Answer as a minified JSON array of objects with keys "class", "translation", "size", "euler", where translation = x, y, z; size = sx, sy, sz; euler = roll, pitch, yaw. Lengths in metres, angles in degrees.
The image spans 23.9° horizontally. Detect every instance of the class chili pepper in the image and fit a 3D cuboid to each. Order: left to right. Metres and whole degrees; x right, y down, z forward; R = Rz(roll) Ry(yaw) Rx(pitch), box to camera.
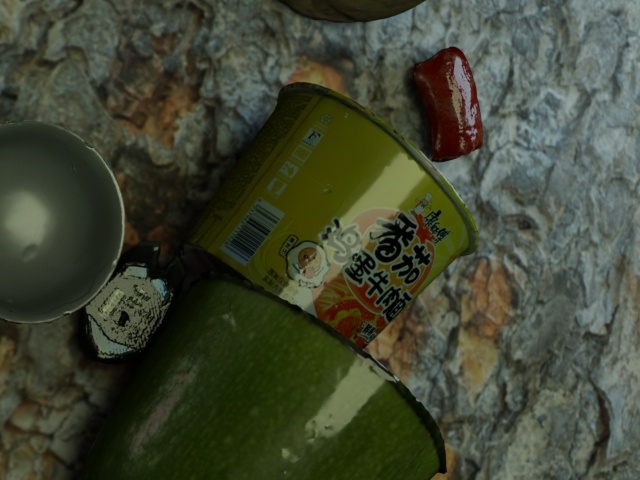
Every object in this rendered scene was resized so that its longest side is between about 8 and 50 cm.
[{"class":"chili pepper","translation":[0.144,-0.155,1.704],"size":[0.073,0.070,0.123],"euler":[-17,101,-15]}]

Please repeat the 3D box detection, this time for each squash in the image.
[{"class":"squash","translation":[-0.086,0.237,1.414],"size":[0.310,0.310,0.309],"euler":[46,68,-23]}]

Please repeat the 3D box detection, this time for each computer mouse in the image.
[{"class":"computer mouse","translation":[-0.189,0.062,1.494],"size":[0.079,0.047,0.135],"euler":[37,79,-14]}]

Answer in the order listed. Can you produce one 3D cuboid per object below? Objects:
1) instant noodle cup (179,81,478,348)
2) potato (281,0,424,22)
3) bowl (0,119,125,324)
[{"class":"instant noodle cup","translation":[0.000,0.000,1.510],"size":[0.264,0.264,0.200],"euler":[46,74,-23]},{"class":"potato","translation":[0.069,-0.330,1.552],"size":[0.211,0.264,0.189],"euler":[-38,99,-33]},{"class":"bowl","translation":[-0.285,-0.015,1.416],"size":[0.189,0.086,0.189],"euler":[2,86,-31]}]
